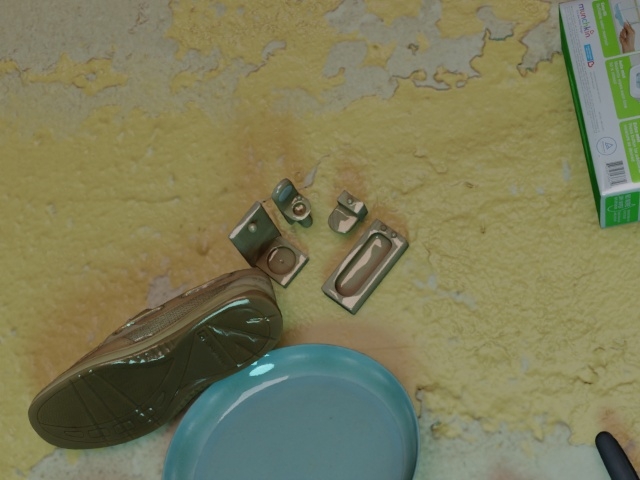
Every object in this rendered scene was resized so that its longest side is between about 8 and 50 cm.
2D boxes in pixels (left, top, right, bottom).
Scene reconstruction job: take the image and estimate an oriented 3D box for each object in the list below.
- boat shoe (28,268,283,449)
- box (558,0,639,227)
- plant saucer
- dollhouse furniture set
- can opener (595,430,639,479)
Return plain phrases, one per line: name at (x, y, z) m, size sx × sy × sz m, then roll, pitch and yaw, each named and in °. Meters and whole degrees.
boat shoe at (-0.202, 0.147, 1.738) m, size 0.341 × 0.122 × 0.110 m, roll -26°, pitch 28°, yaw 5°
box at (0.426, -0.174, 1.702) m, size 0.231 × 0.127 × 0.262 m, roll -12°, pitch 69°, yaw 7°
plant saucer at (-0.032, 0.265, 1.647) m, size 0.317 × 0.044 × 0.318 m, roll -11°, pitch 50°, yaw 13°
dollhouse furniture set at (0.000, 0.000, 1.731) m, size 0.151 × 0.123 × 0.144 m, roll 36°, pitch 82°, yaw 20°
can opener at (0.358, 0.301, 1.591) m, size 0.073 × 0.059 × 0.186 m, roll -22°, pitch 69°, yaw 4°
